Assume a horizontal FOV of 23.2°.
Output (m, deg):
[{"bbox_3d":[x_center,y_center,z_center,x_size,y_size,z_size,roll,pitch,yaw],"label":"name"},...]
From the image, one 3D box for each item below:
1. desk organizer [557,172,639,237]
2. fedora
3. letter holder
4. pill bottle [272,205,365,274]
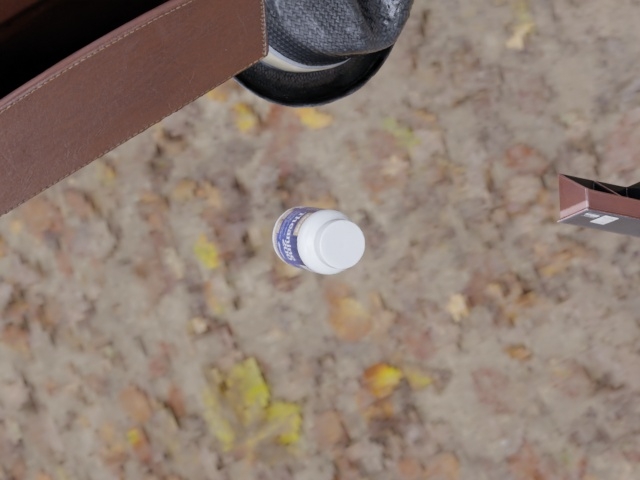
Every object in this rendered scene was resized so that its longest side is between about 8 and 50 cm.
[{"bbox_3d":[0.294,-0.037,1.507,0.047,0.130,0.050,-28,58,57],"label":"desk organizer"},{"bbox_3d":[0.008,-0.301,1.571,0.152,0.334,0.334,7,108,55],"label":"fedora"},{"bbox_3d":[-0.205,-0.177,1.179,0.152,0.301,0.214,49,161,23],"label":"letter holder"},{"bbox_3d":[0.000,0.000,1.601,0.120,0.067,0.067,-170,68,-68],"label":"pill bottle"}]
